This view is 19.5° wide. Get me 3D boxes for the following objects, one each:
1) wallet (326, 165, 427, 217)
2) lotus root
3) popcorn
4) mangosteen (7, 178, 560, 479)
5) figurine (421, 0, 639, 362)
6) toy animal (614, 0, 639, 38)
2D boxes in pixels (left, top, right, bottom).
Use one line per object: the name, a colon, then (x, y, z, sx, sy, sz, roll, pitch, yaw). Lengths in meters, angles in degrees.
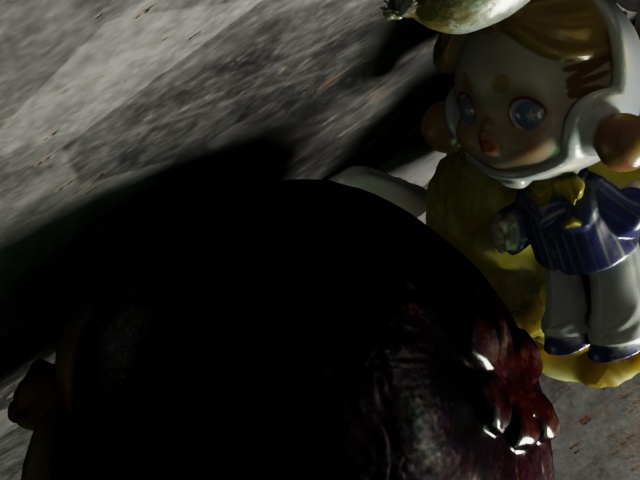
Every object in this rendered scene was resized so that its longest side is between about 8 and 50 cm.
wallet: (0.000, 0.000, 1.591, 0.183, 0.032, 0.124, -37, 151, 25)
lotus root: (0.100, -0.170, 1.007, 0.165, 0.088, 0.088, -40, 172, -13)
popcorn: (0.228, -0.026, 1.519, 0.274, 0.279, 0.335, -21, 156, -29)
mangosteen: (-0.044, 0.156, 1.370, 0.435, 0.382, 0.382, -19, 178, 28)
figurine: (0.173, -0.054, 1.267, 0.133, 0.274, 0.194, -29, -179, -32)
toy animal: (0.313, -0.195, 1.330, 0.257, 0.194, 0.357, -18, 164, 32)
